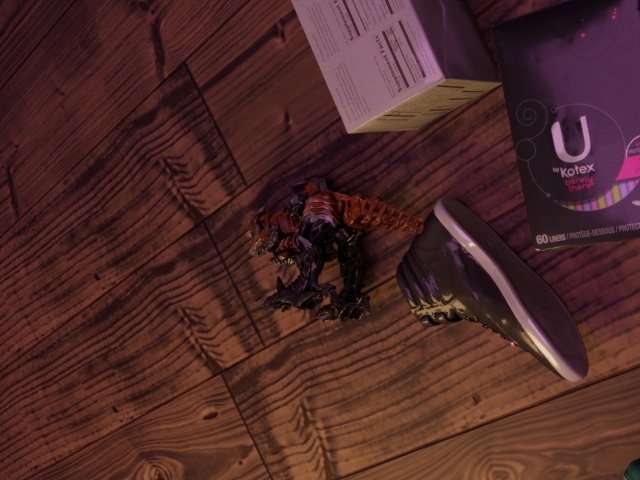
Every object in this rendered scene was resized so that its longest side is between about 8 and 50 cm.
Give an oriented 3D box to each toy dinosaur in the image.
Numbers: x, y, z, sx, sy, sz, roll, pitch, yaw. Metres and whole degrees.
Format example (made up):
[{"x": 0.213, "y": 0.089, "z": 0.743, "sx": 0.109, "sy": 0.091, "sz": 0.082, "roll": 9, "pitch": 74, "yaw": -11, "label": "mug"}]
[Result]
[{"x": 0.000, "y": 0.000, "z": 1.094, "sx": 0.322, "sy": 0.165, "sz": 0.218, "roll": -24, "pitch": 59, "yaw": 61, "label": "toy dinosaur"}]

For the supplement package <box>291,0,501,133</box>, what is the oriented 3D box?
[{"x": 0.088, "y": -0.286, "z": 0.951, "sx": 0.145, "sy": 0.204, "sz": 0.261, "roll": -26, "pitch": 84, "yaw": 33, "label": "supplement package"}]

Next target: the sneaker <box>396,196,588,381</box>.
[{"x": 0.219, "y": 0.093, "z": 1.000, "sx": 0.295, "sy": 0.105, "sz": 0.147, "roll": 52, "pitch": 123, "yaw": 22, "label": "sneaker"}]

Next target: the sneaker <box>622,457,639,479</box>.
[{"x": 0.507, "y": 0.278, "z": 0.847, "sx": 0.302, "sy": 0.108, "sz": 0.120, "roll": 6, "pitch": 88, "yaw": 34, "label": "sneaker"}]

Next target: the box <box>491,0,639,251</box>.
[{"x": 0.320, "y": -0.137, "z": 0.861, "sx": 0.165, "sy": 0.143, "sz": 0.270, "roll": -11, "pitch": 92, "yaw": 34, "label": "box"}]
